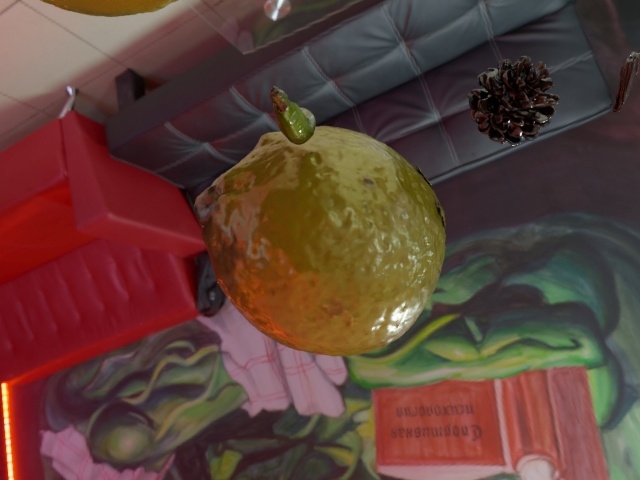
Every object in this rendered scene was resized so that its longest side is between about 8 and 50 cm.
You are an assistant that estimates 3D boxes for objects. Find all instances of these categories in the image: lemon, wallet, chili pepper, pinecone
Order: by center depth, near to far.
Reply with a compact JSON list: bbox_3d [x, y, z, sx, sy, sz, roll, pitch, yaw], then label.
[{"bbox_3d":[-0.029,-0.137,0.639,0.043,0.049,0.208,14,-172,1],"label":"chili pepper"},{"bbox_3d":[0.000,0.000,0.832,0.387,0.350,0.350,13,150,-29],"label":"lemon"},{"bbox_3d":[0.304,-0.221,0.863,0.140,0.140,0.121,-10,163,-16],"label":"pinecone"},{"bbox_3d":[0.577,-0.302,1.035,0.026,0.095,0.176,18,-151,26],"label":"wallet"}]

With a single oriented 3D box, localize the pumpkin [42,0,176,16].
[{"bbox_3d":[-0.359,-0.494,0.888,0.332,0.199,0.332,5,175,0],"label":"pumpkin"}]
